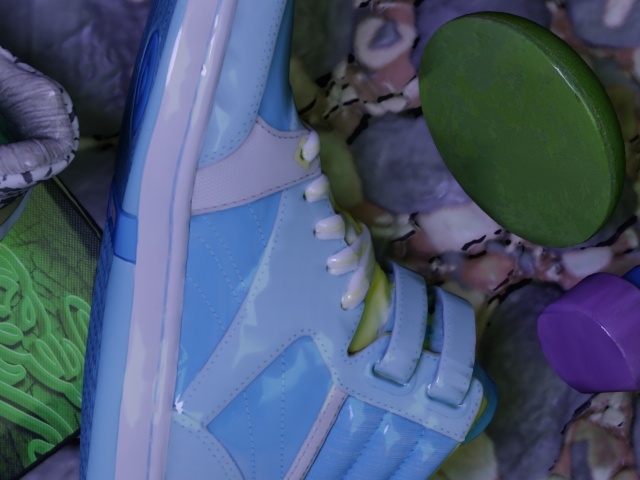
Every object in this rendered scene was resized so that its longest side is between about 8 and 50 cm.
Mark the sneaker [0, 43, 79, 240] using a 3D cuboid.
[{"bbox_3d":[-0.267,-0.113,0.701,0.410,0.182,0.158,23,72,-29],"label":"sneaker"}]

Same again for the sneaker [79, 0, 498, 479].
[{"bbox_3d":[0.000,0.000,0.844,0.208,0.127,0.319,8,110,-10],"label":"sneaker"}]

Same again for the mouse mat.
[{"bbox_3d":[-0.181,0.030,0.888,0.153,0.007,0.189,-37,107,4],"label":"mouse mat"}]

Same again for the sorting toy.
[{"bbox_3d":[0.125,-0.101,0.857,0.126,0.127,0.365,-34,113,-28],"label":"sorting toy"}]
